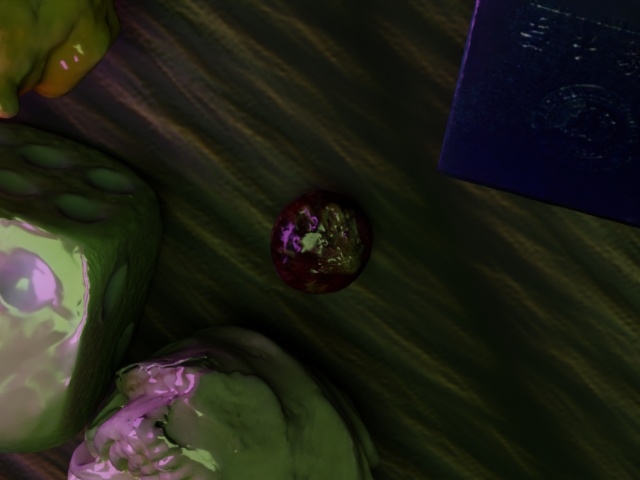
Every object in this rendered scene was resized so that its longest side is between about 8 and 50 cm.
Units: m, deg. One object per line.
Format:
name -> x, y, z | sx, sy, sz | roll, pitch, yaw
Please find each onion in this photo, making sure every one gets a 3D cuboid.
onion -> 0.000, 0.000, 1.491 | 0.107, 0.097, 0.107 | -8, 115, -17

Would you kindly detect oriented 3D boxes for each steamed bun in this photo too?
steamed bun -> -0.063, 0.228, 1.494 | 0.346, 0.237, 0.394 | 23, 143, 22

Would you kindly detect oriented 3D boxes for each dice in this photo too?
dice -> -0.311, 0.042, 1.474 | 0.252, 0.254, 0.250 | 18, 112, 3

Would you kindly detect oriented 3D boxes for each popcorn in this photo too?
popcorn -> -0.331, -0.254, 1.363 | 0.316, 0.297, 0.281 | 45, 142, 3

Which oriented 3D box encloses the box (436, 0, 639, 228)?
box -> 0.258, -0.155, 1.325 | 0.261, 0.116, 0.279 | 16, 134, 7
